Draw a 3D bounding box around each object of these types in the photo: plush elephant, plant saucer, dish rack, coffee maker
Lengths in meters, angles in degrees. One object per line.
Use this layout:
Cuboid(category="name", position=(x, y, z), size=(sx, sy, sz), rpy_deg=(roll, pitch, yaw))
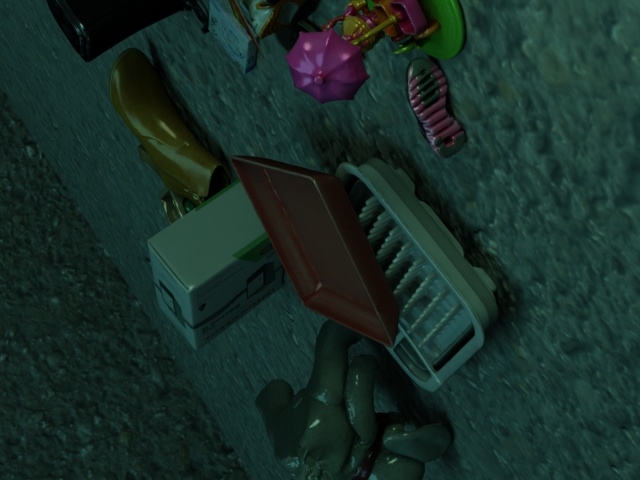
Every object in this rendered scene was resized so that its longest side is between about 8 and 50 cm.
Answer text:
Cuboid(category="plush elephant", position=(0.067, 0.328, 1.983), size=(0.255, 0.272, 0.330), rpy_deg=(25, -148, -23))
Cuboid(category="plant saucer", position=(0.000, 0.000, 1.612), size=(0.259, 0.048, 0.258), rpy_deg=(19, 138, 60))
Cuboid(category="dish rack", position=(0.113, 0.041, 1.580), size=(0.285, 0.072, 0.333), rpy_deg=(53, 162, 11))
Cuboid(category="coffee maker", position=(-0.284, -0.341, 1.751), size=(0.171, 0.178, 0.120), rpy_deg=(45, 160, 29))

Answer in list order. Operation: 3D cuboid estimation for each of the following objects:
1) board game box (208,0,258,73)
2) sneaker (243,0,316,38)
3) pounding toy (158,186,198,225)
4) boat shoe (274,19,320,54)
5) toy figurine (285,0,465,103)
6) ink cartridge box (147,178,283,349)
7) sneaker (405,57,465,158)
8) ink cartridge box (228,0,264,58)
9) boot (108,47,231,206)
Cuboid(category="board game box", position=(-0.122, -0.290, 1.684), size=(0.090, 0.020, 0.090), rpy_deg=(52, 162, 13))
Cuboid(category="sneaker", position=(-0.057, -0.323, 1.342), size=(0.121, 0.099, 0.262), rpy_deg=(58, 161, 6))
Cuboid(category="pounding toy", position=(-0.226, -0.054, 2.279), size=(0.130, 0.100, 0.141), rpy_deg=(70, 160, 3))
Cuboid(category="boat shoe", position=(-0.017, -0.227, 1.473), size=(0.152, 0.049, 0.056), rpy_deg=(38, 156, 44))
Cuboid(category="toy figurine", position=(0.032, -0.202, 1.215), size=(0.130, 0.159, 0.173), rpy_deg=(62, 162, -19))
Cuboid(category="ink cartridge box", position=(-0.174, 0.044, 2.103), size=(0.121, 0.211, 0.289), rpy_deg=(48, 162, 17))
Cuboid(category="sneaker", position=(0.114, -0.146, 1.303), size=(0.057, 0.047, 0.119), rpy_deg=(49, 164, 58))
Cuboid(category="ink cartridge box", position=(-0.224, -0.402, 1.433), size=(0.385, 0.091, 0.308), rpy_deg=(58, 179, 32))
Cuboid(category="boot", position=(-0.250, -0.185, 2.106), size=(0.211, 0.104, 0.295), rpy_deg=(34, 153, 30))
